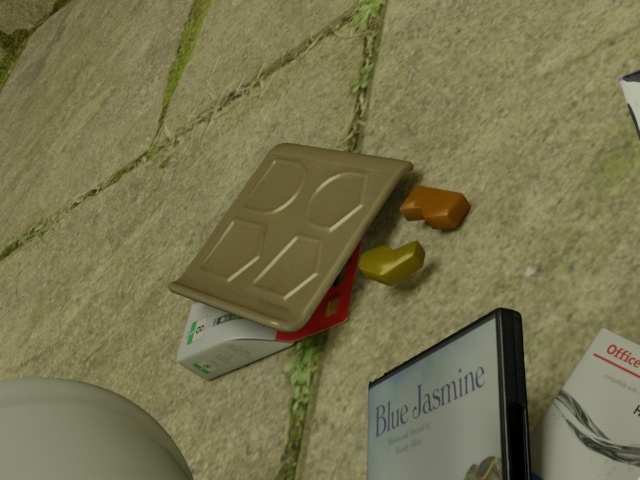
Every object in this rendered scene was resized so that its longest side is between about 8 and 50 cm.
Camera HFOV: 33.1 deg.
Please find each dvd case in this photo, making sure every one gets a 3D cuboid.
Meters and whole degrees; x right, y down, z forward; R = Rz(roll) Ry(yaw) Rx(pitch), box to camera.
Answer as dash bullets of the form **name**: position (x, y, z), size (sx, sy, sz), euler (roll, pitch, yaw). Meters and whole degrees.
- **dvd case**: position (0.083, 0.191, 0.734), size (0.180, 0.022, 0.253), euler (-41, 40, 52)

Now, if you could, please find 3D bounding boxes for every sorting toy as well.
- **sorting toy**: position (0.000, 0.000, 1.098), size (0.307, 0.041, 0.229), euler (14, 60, 48)

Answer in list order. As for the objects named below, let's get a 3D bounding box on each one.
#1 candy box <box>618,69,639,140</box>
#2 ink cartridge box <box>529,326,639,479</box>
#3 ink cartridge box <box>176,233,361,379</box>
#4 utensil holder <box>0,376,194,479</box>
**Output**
- **candy box**: position (0.269, -0.086, 0.506), size (0.164, 0.070, 0.196), euler (-23, 7, -16)
- **ink cartridge box**: position (0.200, 0.127, 0.689), size (0.180, 0.060, 0.104), euler (-56, 28, -3)
- **ink cartridge box**: position (-0.053, 0.038, 1.164), size (0.224, 0.056, 0.181), euler (-28, 38, 41)
- **utensil holder**: position (-0.186, 0.327, 0.780), size (0.328, 0.327, 0.385), euler (-54, 32, -1)
